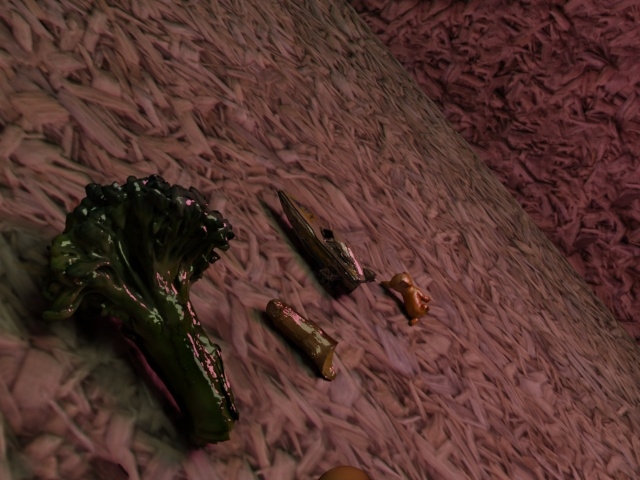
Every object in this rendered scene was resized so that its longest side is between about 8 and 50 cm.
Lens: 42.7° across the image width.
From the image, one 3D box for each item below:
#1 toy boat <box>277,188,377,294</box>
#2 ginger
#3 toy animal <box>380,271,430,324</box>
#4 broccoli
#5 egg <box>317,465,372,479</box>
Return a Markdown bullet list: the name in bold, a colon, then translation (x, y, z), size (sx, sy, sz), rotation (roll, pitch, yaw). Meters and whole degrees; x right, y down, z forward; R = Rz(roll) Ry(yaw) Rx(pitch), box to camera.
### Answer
- **toy boat**: translation (0.000, 0.000, 1.281), size (0.210, 0.066, 0.084), rotation (50, 21, 6)
- **ginger**: translation (-0.018, 0.125, 1.080), size (0.137, 0.044, 0.057), rotation (44, 41, -4)
- **toy animal**: translation (0.146, 0.096, 1.416), size (0.083, 0.060, 0.081), rotation (39, 60, -19)
- **broccoli**: translation (-0.168, 0.061, 0.798), size (0.198, 0.177, 0.275), rotation (25, 44, -54)
- **egg**: translation (0.026, 0.277, 0.860), size (0.080, 0.080, 0.096), rotation (43, 27, -12)
